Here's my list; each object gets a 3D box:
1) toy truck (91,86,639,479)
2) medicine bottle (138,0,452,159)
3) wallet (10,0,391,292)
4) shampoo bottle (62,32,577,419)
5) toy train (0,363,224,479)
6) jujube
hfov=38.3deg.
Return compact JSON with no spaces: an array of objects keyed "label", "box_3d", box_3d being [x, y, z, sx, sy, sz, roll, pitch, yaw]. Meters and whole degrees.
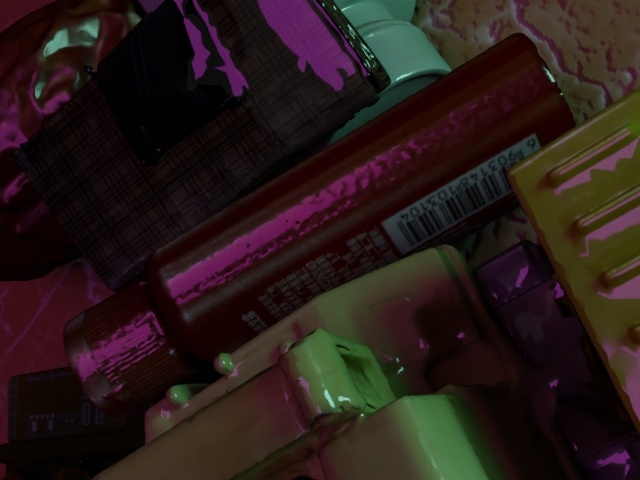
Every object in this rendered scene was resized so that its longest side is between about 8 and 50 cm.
[{"label":"toy truck","box_3d":[0.087,0.074,0.461,0.405,0.254,0.180,-32,67,23]},{"label":"medicine bottle","box_3d":[-0.035,-0.178,0.627,0.161,0.111,0.296,-40,69,15]},{"label":"wallet","box_3d":[-0.080,-0.072,0.547,0.230,0.042,0.124,-36,93,30]},{"label":"shampoo bottle","box_3d":[0.000,-0.001,0.537,0.314,0.118,0.076,-30,68,7]},{"label":"toy train","box_3d":[-0.163,0.151,0.701,0.225,0.090,0.137,-12,73,30]},{"label":"jujube","box_3d":[-0.201,-0.074,0.695,0.250,0.174,0.174,-36,69,13]}]
